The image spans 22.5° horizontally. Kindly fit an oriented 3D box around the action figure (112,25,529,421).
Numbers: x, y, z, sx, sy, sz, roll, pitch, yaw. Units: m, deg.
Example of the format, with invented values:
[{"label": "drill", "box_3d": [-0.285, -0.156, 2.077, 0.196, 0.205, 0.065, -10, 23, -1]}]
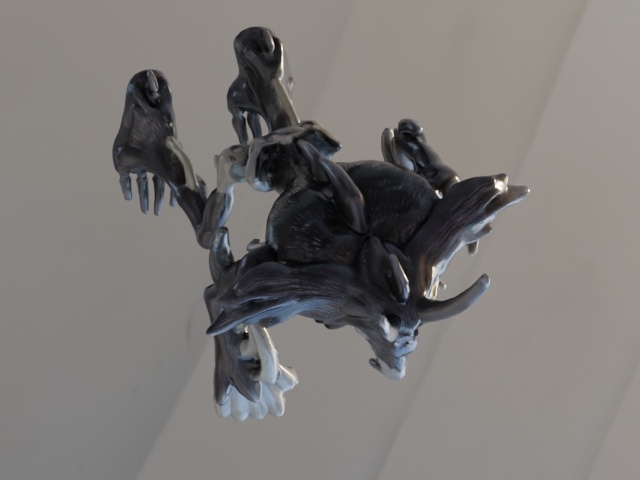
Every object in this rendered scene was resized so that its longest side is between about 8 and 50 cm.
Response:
[{"label": "action figure", "box_3d": [0.000, 0.000, 0.785, 0.164, 0.141, 0.275, -27, -144, -11]}]
